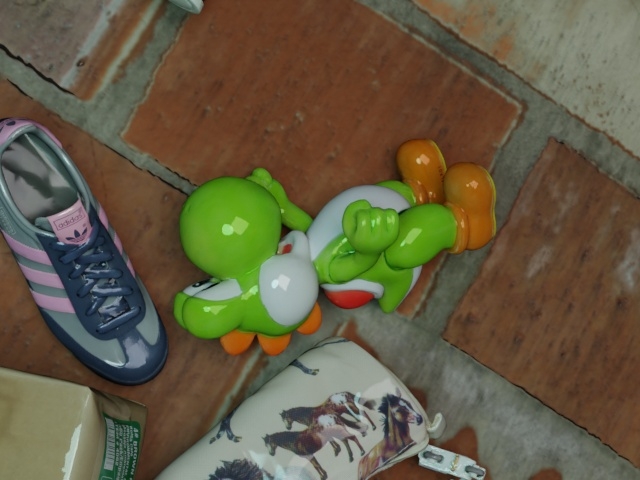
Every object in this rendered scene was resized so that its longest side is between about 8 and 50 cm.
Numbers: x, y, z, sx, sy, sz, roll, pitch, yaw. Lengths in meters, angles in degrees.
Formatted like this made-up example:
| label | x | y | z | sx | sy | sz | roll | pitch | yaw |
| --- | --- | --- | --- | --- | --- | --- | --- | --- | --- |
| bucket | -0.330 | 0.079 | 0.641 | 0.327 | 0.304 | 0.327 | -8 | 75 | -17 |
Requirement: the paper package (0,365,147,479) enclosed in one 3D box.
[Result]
| label | x | y | z | sx | sy | sz | roll | pitch | yaw |
| --- | --- | --- | --- | --- | --- | --- | --- | --- | --- |
| paper package | -0.352 | 0.277 | 1.358 | 0.309 | 0.168 | 0.325 | 9 | 80 | 13 |

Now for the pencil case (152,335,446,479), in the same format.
| label | x | y | z | sx | sy | sz | roll | pitch | yaw |
| --- | --- | --- | --- | --- | --- | --- | --- | --- | --- |
| pencil case | -0.061 | 0.272 | 1.519 | 0.410 | 0.160 | 0.183 | -40 | 77 | -18 |

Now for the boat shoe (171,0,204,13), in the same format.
| label | x | y | z | sx | sy | sz | roll | pitch | yaw |
| --- | --- | --- | --- | --- | --- | --- | --- | --- | --- |
| boat shoe | -0.220 | -0.376 | 1.563 | 0.305 | 0.109 | 0.091 | 44 | 78 | -6 |

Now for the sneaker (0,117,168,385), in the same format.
| label | x | y | z | sx | sy | sz | roll | pitch | yaw |
| --- | --- | --- | --- | --- | --- | --- | --- | --- | --- |
| sneaker | -0.257 | 0.015 | 1.496 | 0.112 | 0.131 | 0.319 | -36 | 96 | -19 |

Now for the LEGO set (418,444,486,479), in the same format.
| label | x | y | z | sx | sy | sz | roll | pitch | yaw |
| --- | --- | --- | --- | --- | --- | --- | --- | --- | --- |
| LEGO set | 0.119 | 0.381 | 1.624 | 0.132 | 0.107 | 0.287 | 24 | 80 | 21 |

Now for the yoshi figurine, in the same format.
| label | x | y | z | sx | sy | sz | roll | pitch | yaw |
| --- | --- | --- | --- | --- | --- | --- | --- | --- | --- |
| yoshi figurine | -0.002 | -0.022 | 1.564 | 0.362 | 0.203 | 0.203 | -24 | 69 | -20 |
